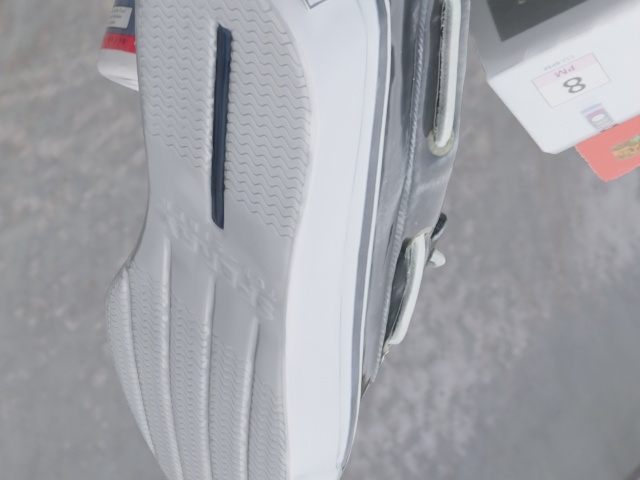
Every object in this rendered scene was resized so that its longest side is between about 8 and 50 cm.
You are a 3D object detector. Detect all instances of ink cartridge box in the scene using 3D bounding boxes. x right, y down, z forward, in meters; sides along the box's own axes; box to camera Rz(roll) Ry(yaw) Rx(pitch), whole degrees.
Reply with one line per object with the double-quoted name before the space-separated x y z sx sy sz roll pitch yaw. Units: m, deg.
"ink cartridge box" 0.196 -0.091 0.822 0.189 0.066 0.232 -26 147 16

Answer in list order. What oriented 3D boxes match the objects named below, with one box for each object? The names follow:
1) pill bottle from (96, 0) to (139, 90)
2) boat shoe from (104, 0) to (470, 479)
"pill bottle" -0.055 -0.167 0.968 0.108 0.108 0.180 22 84 -79
"boat shoe" 0.000 0.000 0.631 0.119 0.121 0.335 -32 154 -30
